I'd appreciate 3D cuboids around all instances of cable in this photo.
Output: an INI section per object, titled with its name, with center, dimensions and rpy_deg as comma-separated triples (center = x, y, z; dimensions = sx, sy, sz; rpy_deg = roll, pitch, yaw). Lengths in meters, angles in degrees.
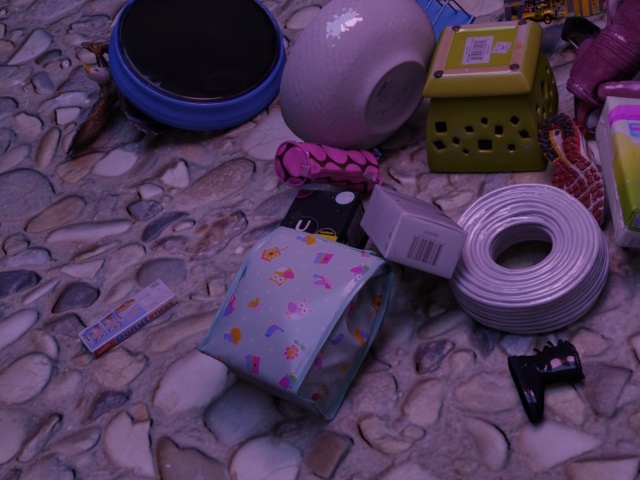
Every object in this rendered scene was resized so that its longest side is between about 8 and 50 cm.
[cable]
center = 0.327, 0.025, 1.568
dimensions = 0.257, 0.089, 0.257
rpy_deg = 21, 62, 36

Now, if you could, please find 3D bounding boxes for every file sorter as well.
[file sorter]
center = 0.217, -0.471, 2.104
dimensions = 0.170, 0.104, 0.118
rpy_deg = 34, 95, 40

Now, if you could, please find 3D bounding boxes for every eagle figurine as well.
[eagle figurine]
center = -0.465, -0.326, 2.220
dimensions = 0.226, 0.225, 0.298
rpy_deg = -33, 60, 49

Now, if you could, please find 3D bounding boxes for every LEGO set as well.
[LEGO set]
center = 0.474, -0.570, 2.018
dimensions = 0.255, 0.192, 0.331
rpy_deg = 0, 24, 29

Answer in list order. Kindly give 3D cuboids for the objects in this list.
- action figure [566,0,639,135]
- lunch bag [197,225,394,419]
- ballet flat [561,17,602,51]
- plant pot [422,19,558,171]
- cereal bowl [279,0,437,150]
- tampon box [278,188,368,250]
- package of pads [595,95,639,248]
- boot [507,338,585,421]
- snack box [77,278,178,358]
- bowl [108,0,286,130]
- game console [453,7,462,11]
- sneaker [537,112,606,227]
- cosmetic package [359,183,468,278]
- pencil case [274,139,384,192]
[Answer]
[action figure]
center = 0.536, -0.339, 1.735
dimensions = 0.370, 0.275, 0.248
rpy_deg = -59, 38, 14
[lunch bag]
center = -0.028, 0.114, 1.545
dimensions = 0.223, 0.160, 0.262
rpy_deg = 18, 72, 35
[ballet flat]
center = 0.559, -0.386, 1.954
dimensions = 0.074, 0.074, 0.203
rpy_deg = -37, 50, -18
[plant pot]
center = 0.309, -0.274, 1.820
dimensions = 0.227, 0.207, 0.228
rpy_deg = 1, 46, 21
[cereal bowl]
center = 0.095, -0.299, 1.846
dimensions = 0.339, 0.339, 0.141
rpy_deg = -36, 57, -17
[tampon box]
center = 0.000, 0.000, 1.723
dimensions = 0.120, 0.101, 0.161
rpy_deg = 4, 47, 25
[package of pads]
center = 0.577, -0.102, 1.573
dimensions = 0.229, 0.101, 0.297
rpy_deg = 7, 46, 0
[boot]
center = 0.334, 0.202, 1.430
dimensions = 0.099, 0.045, 0.121
rpy_deg = -12, 44, 0
[snack box]
center = -0.346, 0.139, 1.769
dimensions = 0.178, 0.022, 0.064
rpy_deg = -35, 45, -17
[bowl]
center = -0.267, -0.421, 2.157
dimensions = 0.391, 0.077, 0.391
rpy_deg = 4, 60, -8
[game console]
center = 0.227, -0.496, 2.231
dimensions = 0.144, 0.085, 0.124
rpy_deg = 27, 90, 40
[sneaker]
center = 0.445, -0.112, 1.685
dimensions = 0.088, 0.092, 0.225
rpy_deg = -26, 55, 31
[cosmetic package]
center = 0.147, -0.019, 1.604
dimensions = 0.117, 0.085, 0.231
rpy_deg = 18, 12, -13
[pencil case]
center = 0.017, -0.132, 1.787
dimensions = 0.209, 0.095, 0.098
rpy_deg = -1, 36, -45
